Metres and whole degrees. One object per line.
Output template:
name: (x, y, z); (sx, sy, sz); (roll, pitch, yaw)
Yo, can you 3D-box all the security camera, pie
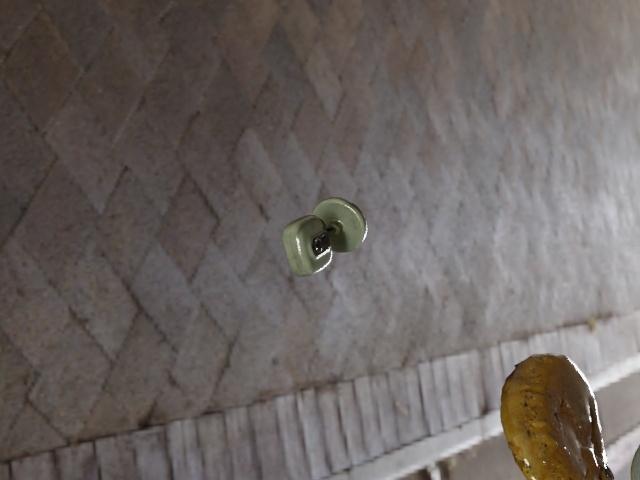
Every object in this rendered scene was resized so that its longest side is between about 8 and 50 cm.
security camera: (0.000, 0.000, 0.987); (0.092, 0.058, 0.058); (-44, 119, -58)
pie: (0.332, 0.272, 1.513); (0.273, 0.069, 0.273); (33, 45, -41)

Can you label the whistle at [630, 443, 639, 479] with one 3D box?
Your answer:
whistle: (0.322, 0.158, 0.931); (0.123, 0.123, 0.223); (28, 69, -57)
